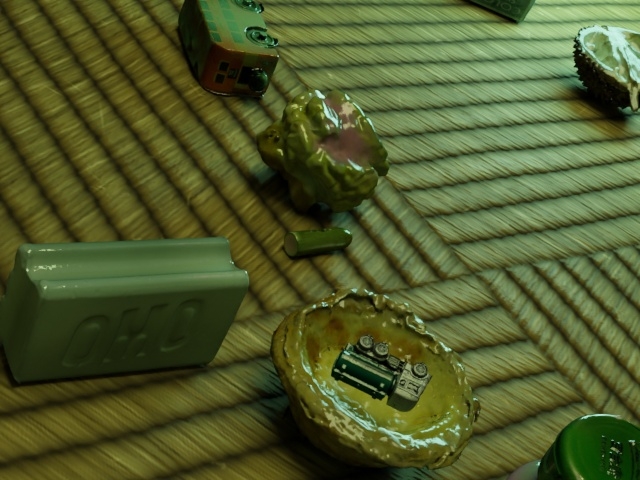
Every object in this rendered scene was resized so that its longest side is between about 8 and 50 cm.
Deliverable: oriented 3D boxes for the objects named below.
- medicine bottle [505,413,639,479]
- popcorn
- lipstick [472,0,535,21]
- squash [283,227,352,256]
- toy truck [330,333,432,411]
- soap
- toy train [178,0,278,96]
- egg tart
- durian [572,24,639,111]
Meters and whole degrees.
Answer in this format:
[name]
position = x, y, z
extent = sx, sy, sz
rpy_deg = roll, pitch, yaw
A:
[medicine bottle]
position = 0.165, 0.255, 0.964
extent = 0.133, 0.274, 0.133
rpy_deg = 18, 35, -13
[popcorn]
position = 0.006, -0.098, 1.459
extent = 0.145, 0.126, 0.125
rpy_deg = 29, 38, -49
[lipstick]
position = 0.213, -0.443, 2.076
extent = 0.290, 0.077, 0.076
rpy_deg = 23, 34, -6
[squash]
position = 0.000, 0.000, 1.406
extent = 0.083, 0.027, 0.027
rpy_deg = -7, 46, -40
[toy truck]
position = 0.052, 0.118, 1.132
extent = 0.083, 0.039, 0.044
rpy_deg = 27, 55, 0
[soap]
position = -0.175, 0.059, 1.137
extent = 0.198, 0.119, 0.066
rpy_deg = -2, 43, -34
[toy train]
position = -0.114, -0.254, 1.625
extent = 0.099, 0.072, 0.188
rpy_deg = 7, 39, -26
[egg tart]
position = 0.045, 0.139, 1.201
extent = 0.213, 0.090, 0.212
rpy_deg = 15, 38, -12
[durian]
position = 0.452, -0.248, 1.968
extent = 0.148, 0.091, 0.188
rpy_deg = 3, 43, -10
